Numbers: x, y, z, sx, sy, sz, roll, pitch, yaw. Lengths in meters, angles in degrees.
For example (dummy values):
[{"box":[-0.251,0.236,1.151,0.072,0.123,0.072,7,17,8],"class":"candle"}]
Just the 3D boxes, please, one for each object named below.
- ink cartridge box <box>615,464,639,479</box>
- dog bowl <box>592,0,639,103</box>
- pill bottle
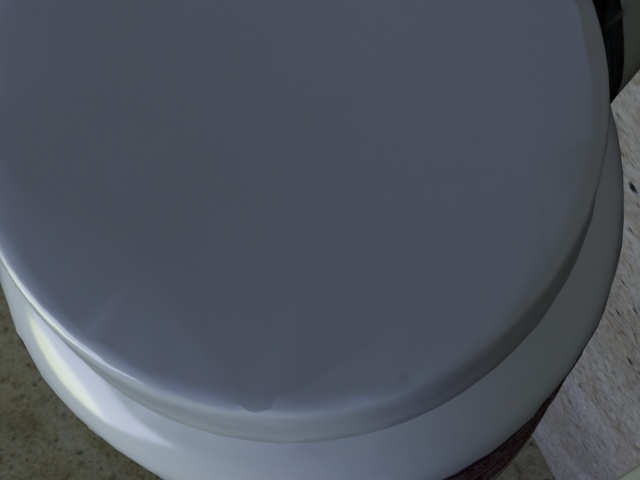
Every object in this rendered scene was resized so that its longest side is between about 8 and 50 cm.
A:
[{"box":[0.240,0.345,1.239,0.160,0.385,0.279,62,176,-37],"class":"ink cartridge box"},{"box":[0.060,-0.256,0.687,0.408,0.150,0.408,58,176,7],"class":"dog bowl"},{"box":[0.000,0.000,0.664,0.224,0.224,0.392,58,176,12],"class":"pill bottle"}]
